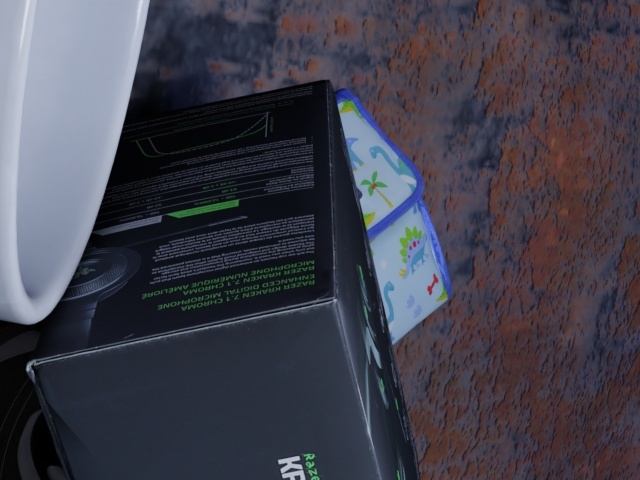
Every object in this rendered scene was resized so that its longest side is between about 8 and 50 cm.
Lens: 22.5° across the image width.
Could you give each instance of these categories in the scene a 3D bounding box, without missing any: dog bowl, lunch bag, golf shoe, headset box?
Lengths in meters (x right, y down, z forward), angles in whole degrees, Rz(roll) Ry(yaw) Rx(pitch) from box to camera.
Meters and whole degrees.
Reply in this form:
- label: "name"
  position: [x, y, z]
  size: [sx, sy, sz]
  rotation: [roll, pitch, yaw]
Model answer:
- label: "dog bowl"
  position: [-0.132, -0.106, 0.621]
  size: [0.265, 0.104, 0.265]
  rotation: [12, 90, -90]
- label: "lunch bag"
  position: [0.000, 0.000, 0.975]
  size: [0.129, 0.096, 0.151]
  rotation: [-37, 115, -41]
- label: "golf shoe"
  position: [-0.143, 0.139, 0.804]
  size: [0.077, 0.094, 0.198]
  rotation: [-28, 124, -50]
- label: "headset box"
  position: [-0.028, 0.091, 0.780]
  size: [0.283, 0.131, 0.246]
  rotation: [-92, 169, -64]
